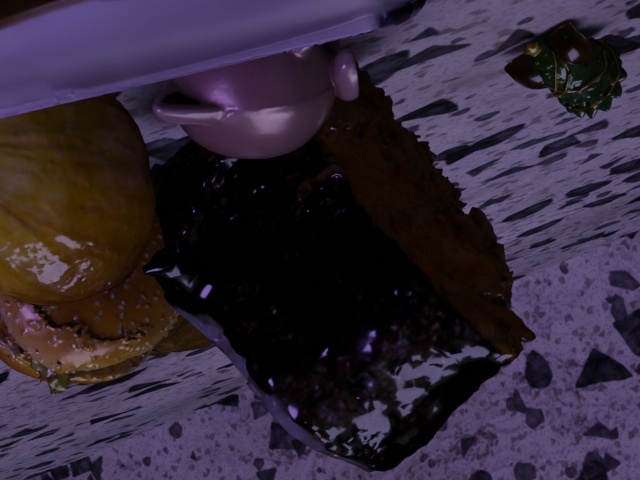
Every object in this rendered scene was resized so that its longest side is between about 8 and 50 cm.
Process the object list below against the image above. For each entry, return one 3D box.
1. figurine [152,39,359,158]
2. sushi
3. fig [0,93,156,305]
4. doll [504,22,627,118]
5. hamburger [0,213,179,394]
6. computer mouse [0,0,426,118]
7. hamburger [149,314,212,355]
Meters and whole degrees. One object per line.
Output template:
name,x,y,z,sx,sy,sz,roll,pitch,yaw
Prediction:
figurine,-0.048,-0.113,1.046,0.138,0.125,0.125,-5,168,-6
sushi,0.000,0.000,1.167,0.207,0.348,0.234,-47,131,13
fig,-0.219,-0.053,1.048,0.159,0.159,0.257,-24,148,24
doll,0.226,-0.148,1.448,0.078,0.077,0.113,-33,164,33
hamburger,-0.190,0.026,1.322,0.191,0.182,0.118,-13,176,-34
computer mouse,-0.096,-0.124,0.874,0.310,0.072,0.158,-11,-165,7
hamburger,-0.080,0.011,1.519,0.265,0.134,0.285,-18,170,-31
